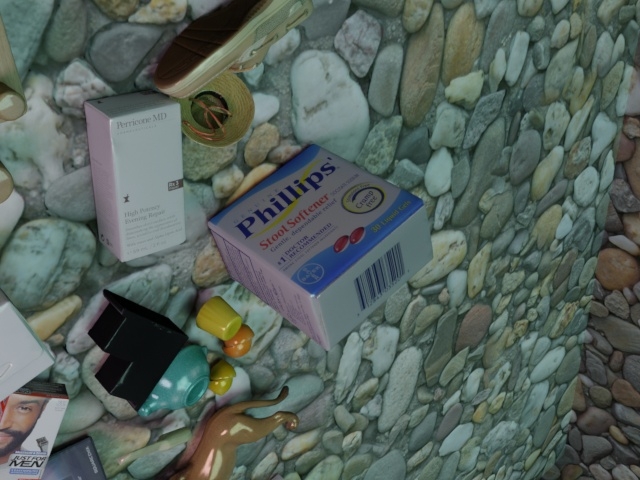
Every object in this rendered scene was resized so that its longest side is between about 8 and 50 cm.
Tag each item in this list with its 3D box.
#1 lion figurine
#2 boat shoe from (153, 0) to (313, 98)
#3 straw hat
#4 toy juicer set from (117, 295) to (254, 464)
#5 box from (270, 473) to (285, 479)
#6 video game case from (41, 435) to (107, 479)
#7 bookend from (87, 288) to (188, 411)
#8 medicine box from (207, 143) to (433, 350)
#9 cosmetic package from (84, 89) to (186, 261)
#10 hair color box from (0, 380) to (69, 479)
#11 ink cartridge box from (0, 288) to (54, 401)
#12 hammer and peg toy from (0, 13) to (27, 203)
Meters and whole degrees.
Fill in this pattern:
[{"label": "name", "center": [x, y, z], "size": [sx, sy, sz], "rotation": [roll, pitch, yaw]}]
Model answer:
[{"label": "lion figurine", "center": [-0.213, 0.456, 1.459], "size": [0.240, 0.142, 0.392], "rotation": [32, 75, -43]}, {"label": "boat shoe", "center": [-0.120, -0.303, 1.081], "size": [0.302, 0.109, 0.098], "rotation": [-48, 138, -21]}, {"label": "straw hat", "center": [-0.177, -0.197, 1.115], "size": [0.144, 0.144, 0.061], "rotation": [-30, 174, -30]}, {"label": "toy juicer set", "center": [-0.248, 0.265, 1.331], "size": [0.329, 0.089, 0.209], "rotation": [-55, 158, -9]}, {"label": "box", "center": [-0.094, 0.772, 1.726], "size": [0.215, 0.168, 0.345], "rotation": [-36, 136, -24]}, {"label": "video game case", "center": [-0.476, 0.474, 1.175], "size": [0.274, 0.026, 0.196], "rotation": [-20, 90, -37]}, {"label": "bookend", "center": [-0.332, 0.187, 1.192], "size": [0.157, 0.072, 0.156], "rotation": [-56, 139, -2]}, {"label": "medicine box", "center": [0.000, 0.000, 1.246], "size": [0.263, 0.289, 0.149], "rotation": [-39, 139, -22]}, {"label": "cosmetic package", "center": [-0.273, -0.097, 1.067], "size": [0.117, 0.085, 0.231], "rotation": [-22, 129, -36]}, {"label": "hair color box", "center": [-0.470, 0.305, 1.123], "size": [0.093, 0.053, 0.167], "rotation": [15, 102, -33]}, {"label": "ink cartridge box", "center": [-0.462, 0.118, 0.933], "size": [0.128, 0.176, 0.127], "rotation": [-38, 136, -23]}, {"label": "hammer and peg toy", "center": [-0.470, -0.167, 0.785], "size": [0.266, 0.127, 0.361], "rotation": [-27, 131, -32]}]
